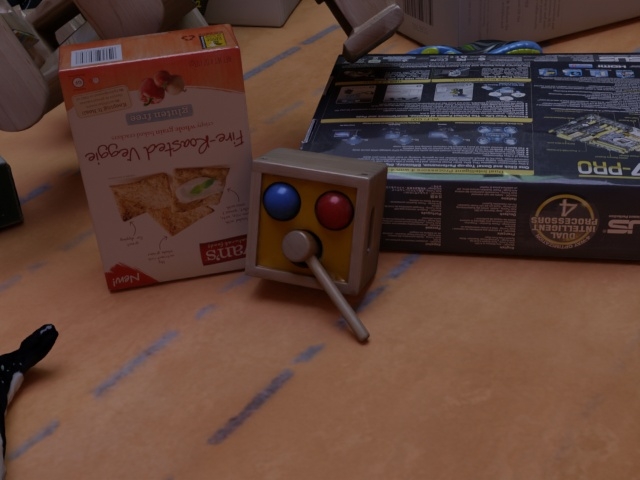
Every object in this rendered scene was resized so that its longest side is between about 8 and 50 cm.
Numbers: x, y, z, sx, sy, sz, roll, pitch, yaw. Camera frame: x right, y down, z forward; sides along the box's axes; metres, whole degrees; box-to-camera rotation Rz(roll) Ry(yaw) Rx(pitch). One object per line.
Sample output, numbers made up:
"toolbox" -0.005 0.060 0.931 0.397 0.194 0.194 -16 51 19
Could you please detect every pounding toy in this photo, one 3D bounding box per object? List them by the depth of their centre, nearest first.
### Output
"pounding toy" 0.000 0.000 0.848 0.130 0.141 0.100 10 17 15

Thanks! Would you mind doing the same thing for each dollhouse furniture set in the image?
"dollhouse furniture set" -0.145 -0.227 1.013 0.394 0.256 0.362 -34 5 5

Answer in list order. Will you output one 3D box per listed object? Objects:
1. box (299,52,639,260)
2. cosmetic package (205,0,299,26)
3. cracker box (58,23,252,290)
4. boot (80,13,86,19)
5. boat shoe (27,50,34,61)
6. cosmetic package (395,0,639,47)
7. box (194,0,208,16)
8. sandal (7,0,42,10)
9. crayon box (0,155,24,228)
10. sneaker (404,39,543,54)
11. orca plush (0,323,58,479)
"box" 0.189 -0.108 1.009 0.395 0.097 0.318 2 32 10
"cosmetic package" -0.104 -0.494 1.508 0.138 0.224 0.224 5 34 12
"cracker box" -0.142 -0.073 0.865 0.156 0.232 0.067 -10 35 -8
"boot" -0.404 -0.412 1.568 0.059 0.084 0.158 -3 4 -15
"boat shoe" -0.290 -0.275 1.306 0.303 0.109 0.094 0 31 11
"cosmetic package" 0.309 -0.403 1.389 0.385 0.156 0.217 -20 35 -21
"box" -0.243 -0.453 1.405 0.060 0.216 0.270 -8 48 -34
"sandal" -0.443 -0.367 1.308 0.168 0.107 0.445 10 56 41
"crayon box" -0.494 -0.084 1.058 0.202 0.081 0.318 -23 38 -26
"sneaker" 0.199 -0.232 1.237 0.188 0.067 0.078 -6 12 0
"orca plush" -0.267 0.144 0.668 0.151 0.102 0.287 6 34 14
